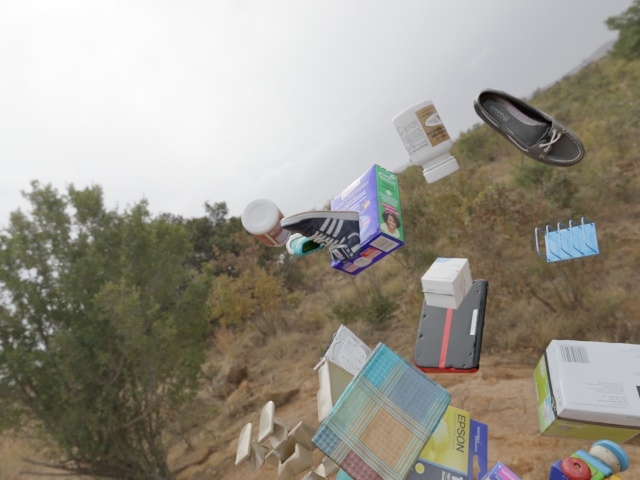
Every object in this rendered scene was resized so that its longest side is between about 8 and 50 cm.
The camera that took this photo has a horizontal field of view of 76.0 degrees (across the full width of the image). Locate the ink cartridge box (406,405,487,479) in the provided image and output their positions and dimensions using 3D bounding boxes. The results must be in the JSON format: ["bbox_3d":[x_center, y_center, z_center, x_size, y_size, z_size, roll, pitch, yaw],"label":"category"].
[{"bbox_3d":[0.389,0.676,1.288,0.072,0.307,0.303,101,-174,-52],"label":"ink cartridge box"}]

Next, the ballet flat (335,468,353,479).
[{"bbox_3d":[0.179,0.706,1.355,0.147,0.147,0.408,-29,24,57],"label":"ballet flat"}]

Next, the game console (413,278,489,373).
[{"bbox_3d":[0.546,0.363,1.719,0.342,0.060,0.386,-24,43,54],"label":"game console"}]

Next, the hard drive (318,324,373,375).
[{"bbox_3d":[0.137,0.567,1.966,0.064,0.237,0.339,-49,-3,22],"label":"hard drive"}]

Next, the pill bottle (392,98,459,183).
[{"bbox_3d":[0.325,-0.297,1.245,0.131,0.229,0.131,-27,2,1],"label":"pill bottle"}]

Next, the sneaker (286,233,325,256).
[{"bbox_3d":[0.000,0.000,1.643,0.275,0.107,0.110,-27,27,-25],"label":"sneaker"}]

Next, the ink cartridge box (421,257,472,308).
[{"bbox_3d":[0.351,0.122,1.144,0.092,0.089,0.143,2,28,41],"label":"ink cartridge box"}]

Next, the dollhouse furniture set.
[{"bbox_3d":[-0.036,0.666,1.475,0.394,0.362,0.256,-49,17,16],"label":"dollhouse furniture set"}]

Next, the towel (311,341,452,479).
[{"bbox_3d":[0.186,0.512,1.187,0.370,0.271,0.040,-46,-18,-29],"label":"towel"}]

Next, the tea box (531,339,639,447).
[{"bbox_3d":[0.877,0.482,1.275,0.329,0.323,0.219,1,51,13],"label":"tea box"}]

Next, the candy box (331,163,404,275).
[{"bbox_3d":[0.160,-0.073,1.486,0.268,0.122,0.317,-38,40,42],"label":"candy box"}]

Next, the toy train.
[{"bbox_3d":[0.506,0.423,0.628,0.143,0.105,0.248,-16,24,-28],"label":"toy train"}]

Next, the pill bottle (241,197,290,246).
[{"bbox_3d":[-0.170,-0.050,1.359,0.121,0.121,0.216,-30,-19,1],"label":"pill bottle"}]

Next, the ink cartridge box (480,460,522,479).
[{"bbox_3d":[0.489,0.676,1.031,0.065,0.186,0.311,-37,-35,-25],"label":"ink cartridge box"}]

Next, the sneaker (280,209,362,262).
[{"bbox_3d":[0.015,-0.007,1.221,0.282,0.153,0.099,-4,-6,-37],"label":"sneaker"}]

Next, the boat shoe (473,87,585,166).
[{"bbox_3d":[0.564,-0.308,1.124,0.112,0.335,0.095,-56,-16,22],"label":"boat shoe"}]

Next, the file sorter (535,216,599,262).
[{"bbox_3d":[0.890,-0.002,1.487,0.105,0.118,0.170,21,-26,-35],"label":"file sorter"}]
